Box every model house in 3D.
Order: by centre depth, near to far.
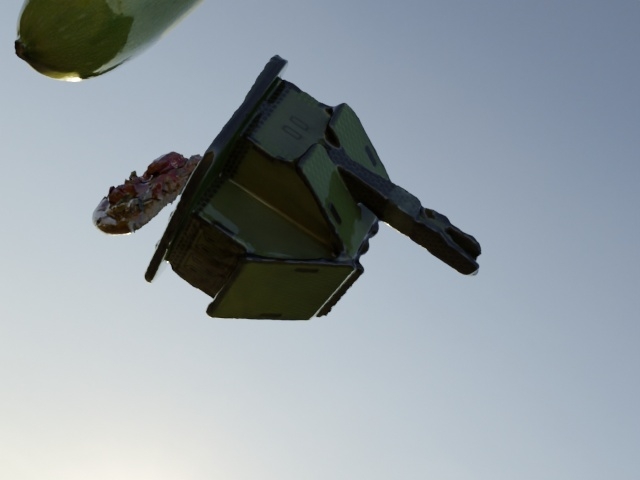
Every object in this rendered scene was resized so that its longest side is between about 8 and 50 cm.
[{"bbox_3d":[0.000,0.000,0.801,0.279,0.204,0.218,33,-39,-5],"label":"model house"}]

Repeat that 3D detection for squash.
[{"bbox_3d":[-0.224,-0.260,0.880,0.133,0.247,0.132,35,-22,17],"label":"squash"}]

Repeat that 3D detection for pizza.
[{"bbox_3d":[-0.242,-0.078,1.147,0.201,0.193,0.053,11,-46,61],"label":"pizza"}]
